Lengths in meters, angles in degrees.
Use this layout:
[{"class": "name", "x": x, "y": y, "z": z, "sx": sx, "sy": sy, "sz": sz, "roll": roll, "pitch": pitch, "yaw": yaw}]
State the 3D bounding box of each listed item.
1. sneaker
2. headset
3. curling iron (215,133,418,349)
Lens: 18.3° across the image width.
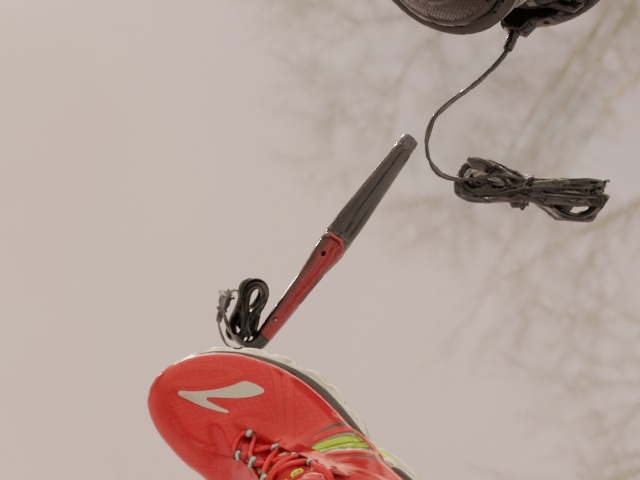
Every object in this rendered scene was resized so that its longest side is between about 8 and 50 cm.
[{"class": "sneaker", "x": -0.008, "y": 0.156, "z": 1.311, "sx": 0.279, "sy": 0.107, "sz": 0.118, "roll": 32, "pitch": -174, "yaw": 22}, {"class": "headset", "x": 0.159, "y": -0.217, "z": 1.484, "sx": 0.185, "sy": 0.394, "sz": 0.243, "roll": 16, "pitch": -165, "yaw": 31}, {"class": "curling iron", "x": 0.000, "y": 0.000, "z": 1.929, "sx": 0.068, "sy": 0.274, "sz": 0.035, "roll": 46, "pitch": 175, "yaw": -20}]
